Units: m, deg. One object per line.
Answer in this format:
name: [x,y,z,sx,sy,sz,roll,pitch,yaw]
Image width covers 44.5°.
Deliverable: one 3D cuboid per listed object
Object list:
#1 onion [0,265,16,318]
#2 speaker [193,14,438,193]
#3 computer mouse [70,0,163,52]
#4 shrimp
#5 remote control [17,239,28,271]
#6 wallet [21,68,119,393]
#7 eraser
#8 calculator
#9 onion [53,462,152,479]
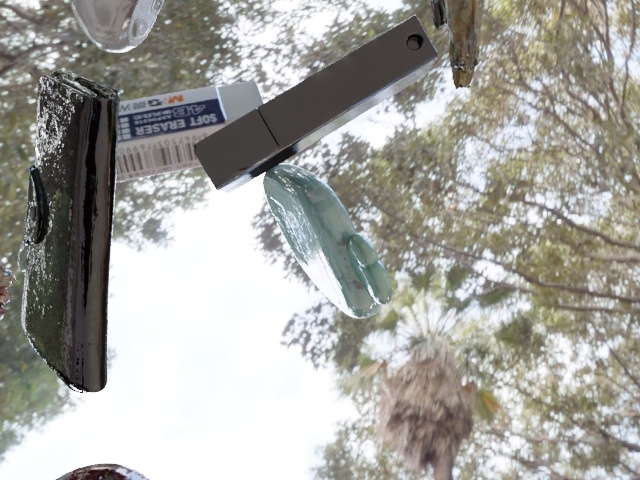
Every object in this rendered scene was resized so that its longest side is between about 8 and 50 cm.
onion: [-0.337,0.112,0.482,0.349,0.159,0.267,-31,-65,36]
speaker: [-0.004,-0.117,0.688,0.218,0.082,0.044,-31,-90,2]
computer mouse: [-0.252,-0.401,1.049,0.121,0.184,0.296,24,-77,-1]
shrimp: [0.162,-0.299,0.965,0.048,0.126,0.223,-12,-69,-16]
remote control: [-0.430,-0.031,1.298,0.256,0.097,0.045,-36,-51,25]
wallet: [-0.270,-0.014,0.828,0.172,0.045,0.317,27,-66,44]
eraser: [-0.230,-0.174,1.255,0.287,0.130,0.086,-11,-49,-8]
calculator: [0.000,0.000,0.909,0.042,0.295,0.184,-29,-67,-13]
onion: [-0.305,0.437,1.095,0.248,0.161,0.247,-7,-105,26]
